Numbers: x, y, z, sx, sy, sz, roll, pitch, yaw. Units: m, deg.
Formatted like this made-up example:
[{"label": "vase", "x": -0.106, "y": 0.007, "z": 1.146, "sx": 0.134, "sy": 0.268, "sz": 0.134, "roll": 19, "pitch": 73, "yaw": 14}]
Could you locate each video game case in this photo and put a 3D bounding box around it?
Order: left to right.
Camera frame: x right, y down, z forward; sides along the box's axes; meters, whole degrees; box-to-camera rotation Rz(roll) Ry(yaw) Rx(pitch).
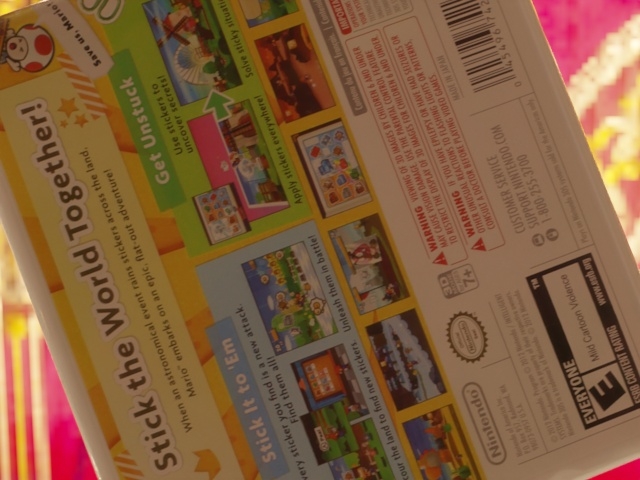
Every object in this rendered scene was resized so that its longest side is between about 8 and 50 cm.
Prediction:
[{"label": "video game case", "x": 0.000, "y": 0.000, "z": 0.679, "sx": 0.206, "sy": 0.227, "sz": 0.026, "roll": -21, "pitch": 176, "yaw": -9}]
